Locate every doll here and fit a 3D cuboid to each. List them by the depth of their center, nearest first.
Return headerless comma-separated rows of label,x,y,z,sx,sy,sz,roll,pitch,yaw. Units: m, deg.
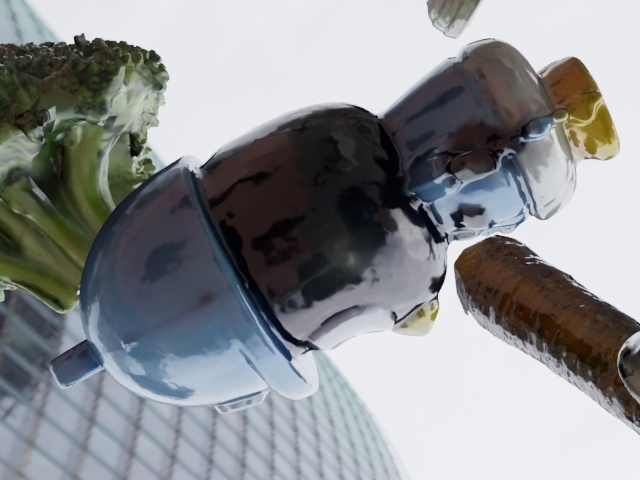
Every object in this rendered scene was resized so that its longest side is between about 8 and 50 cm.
doll,0.000,0.000,0.753,0.314,0.177,0.141,-26,-87,5

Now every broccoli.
broccoli,-0.207,-0.036,0.956,0.176,0.198,0.226,16,-120,6

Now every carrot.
carrot,0.174,0.068,0.962,0.070,0.070,0.260,-44,-143,-6

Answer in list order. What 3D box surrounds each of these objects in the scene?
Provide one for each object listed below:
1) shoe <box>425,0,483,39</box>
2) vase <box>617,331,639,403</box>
shoe,0.106,-0.361,1.442,0.159,0.124,0.316,13,-109,-6
vase,0.200,-0.100,0.514,0.165,0.165,0.360,28,-62,38
